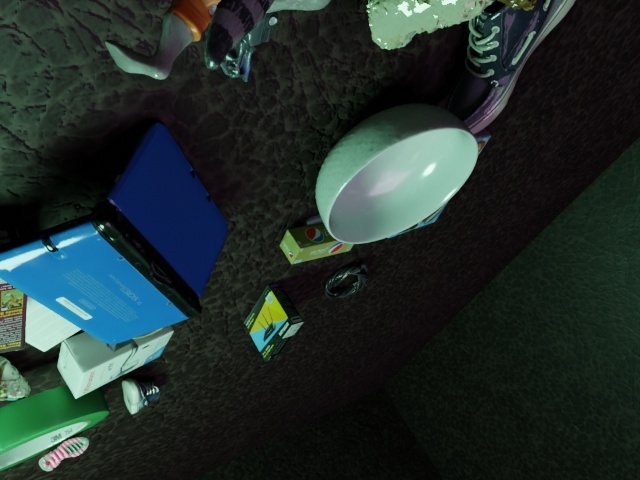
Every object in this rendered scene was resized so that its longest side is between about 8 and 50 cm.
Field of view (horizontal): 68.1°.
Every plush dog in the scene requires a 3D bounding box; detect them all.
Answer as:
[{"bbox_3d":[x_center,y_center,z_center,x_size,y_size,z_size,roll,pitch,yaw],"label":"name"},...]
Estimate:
[{"bbox_3d":[0.189,-0.388,0.606,0.262,0.210,0.225,90,24,-57],"label":"plush dog"}]

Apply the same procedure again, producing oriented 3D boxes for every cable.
[{"bbox_3d":[0.082,0.139,1.484,0.150,0.047,0.184,-28,153,-13],"label":"cable"}]

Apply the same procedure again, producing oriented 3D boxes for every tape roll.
[{"bbox_3d":[-0.626,0.408,1.007,0.321,0.077,0.321,-26,165,-7],"label":"tape roll"}]

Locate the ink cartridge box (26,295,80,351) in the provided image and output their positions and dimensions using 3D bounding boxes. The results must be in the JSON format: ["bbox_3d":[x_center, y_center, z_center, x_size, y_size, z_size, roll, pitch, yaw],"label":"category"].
[{"bbox_3d":[-0.481,0.104,0.818,0.145,0.045,0.179,-32,135,-4],"label":"ink cartridge box"}]

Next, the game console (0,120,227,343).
[{"bbox_3d":[-0.295,0.004,0.739,0.250,0.173,0.293,-19,145,1],"label":"game console"}]

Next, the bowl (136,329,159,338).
[{"bbox_3d":[-0.332,0.089,0.878,0.170,0.080,0.170,-36,145,-30],"label":"bowl"}]

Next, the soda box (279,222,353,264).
[{"bbox_3d":[0.000,0.000,1.113,0.181,0.061,0.058,-12,145,-38],"label":"soda box"}]

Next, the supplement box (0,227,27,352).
[{"bbox_3d":[-0.490,0.081,0.682,0.104,0.081,0.188,-8,135,-41],"label":"supplement box"}]

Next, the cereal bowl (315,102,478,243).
[{"bbox_3d":[0.135,-0.145,0.959,0.339,0.141,0.339,-22,152,-12],"label":"cereal bowl"}]

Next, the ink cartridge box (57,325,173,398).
[{"bbox_3d":[-0.418,0.222,0.970,0.190,0.082,0.139,-25,161,-43],"label":"ink cartridge box"}]

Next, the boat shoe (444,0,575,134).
[{"bbox_3d":[0.308,-0.357,0.875,0.158,0.127,0.340,2,128,-41],"label":"boat shoe"}]

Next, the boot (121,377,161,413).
[{"bbox_3d":[-0.475,0.399,1.266,0.086,0.069,0.190,-25,160,-34],"label":"boot"}]

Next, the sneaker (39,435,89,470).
[{"bbox_3d":[-0.607,0.497,1.133,0.119,0.047,0.057,-27,-172,-5],"label":"sneaker"}]

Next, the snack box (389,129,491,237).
[{"bbox_3d":[0.286,-0.150,1.230,0.187,0.060,0.322,-18,149,-31],"label":"snack box"}]

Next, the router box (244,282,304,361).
[{"bbox_3d":[-0.130,0.222,1.282,0.046,0.133,0.179,-8,142,-43],"label":"router box"}]

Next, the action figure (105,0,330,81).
[{"bbox_3d":[-0.057,-0.265,0.502,0.330,0.178,0.341,-42,165,-33],"label":"action figure"}]

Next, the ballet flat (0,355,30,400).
[{"bbox_3d":[-0.606,0.241,0.843,0.077,0.091,0.241,-66,160,-11],"label":"ballet flat"}]

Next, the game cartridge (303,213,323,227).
[{"bbox_3d":[-0.017,-0.028,1.135,0.056,0.017,0.083,-25,152,-27],"label":"game cartridge"}]
